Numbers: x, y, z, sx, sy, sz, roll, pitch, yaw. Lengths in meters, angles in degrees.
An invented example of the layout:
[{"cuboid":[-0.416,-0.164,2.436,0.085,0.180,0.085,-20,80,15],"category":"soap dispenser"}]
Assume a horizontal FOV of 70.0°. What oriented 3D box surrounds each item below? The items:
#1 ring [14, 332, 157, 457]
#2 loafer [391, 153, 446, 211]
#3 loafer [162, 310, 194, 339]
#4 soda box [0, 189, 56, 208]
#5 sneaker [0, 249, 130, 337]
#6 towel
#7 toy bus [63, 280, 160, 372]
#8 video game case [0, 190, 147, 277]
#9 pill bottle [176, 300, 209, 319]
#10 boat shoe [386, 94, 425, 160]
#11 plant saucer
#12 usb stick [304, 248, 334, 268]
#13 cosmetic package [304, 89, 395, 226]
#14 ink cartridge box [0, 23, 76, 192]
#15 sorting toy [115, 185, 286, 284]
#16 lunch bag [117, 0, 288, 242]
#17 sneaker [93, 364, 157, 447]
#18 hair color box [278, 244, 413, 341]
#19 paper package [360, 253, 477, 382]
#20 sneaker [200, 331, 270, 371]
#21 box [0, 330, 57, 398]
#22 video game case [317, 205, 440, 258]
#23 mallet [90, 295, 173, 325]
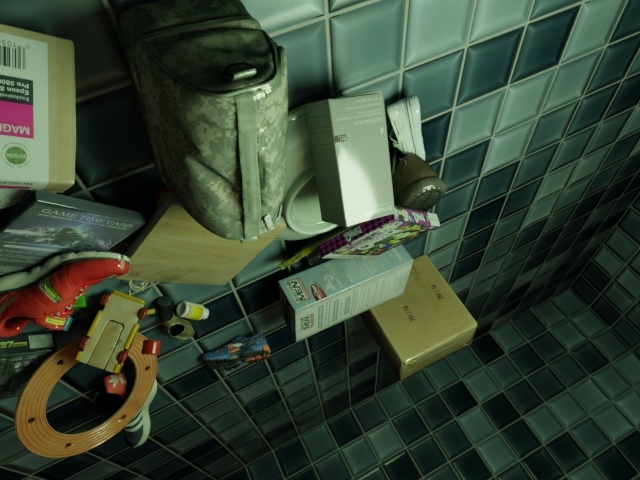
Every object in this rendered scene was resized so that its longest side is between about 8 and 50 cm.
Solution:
[{"cuboid":[-0.554,0.363,1.108,0.336,0.032,0.337,-32,133,-42],"category":"ring"},{"cuboid":[0.202,-0.102,1.188,0.133,0.130,0.366,-7,160,-22],"category":"loafer"},{"cuboid":[-0.383,0.237,1.224,0.056,0.050,0.148,-30,146,-2],"category":"loafer"},{"cuboid":[-0.545,-0.087,0.640,0.286,0.091,0.098,-19,147,-19],"category":"soda box"},{"cuboid":[-0.468,0.101,0.831,0.278,0.119,0.107,-21,163,5],"category":"sneaker"},{"cuboid":[0.000,0.000,1.192,0.237,0.021,0.102,-31,-175,15],"category":"towel"},{"cuboid":[-0.461,0.197,1.032,0.202,0.191,0.104,-22,173,-23],"category":"toy bus"},{"cuboid":[-0.468,0.006,0.792,0.274,0.026,0.196,-29,159,24],"category":"video game case"},{"cuboid":[-0.335,0.187,1.205,0.043,0.043,0.083,-42,145,14],"category":"pill bottle"},{"cuboid":[0.199,-0.252,1.071,0.075,0.083,0.226,-8,149,13],"category":"boat shoe"},{"cuboid":[-0.002,-0.120,1.038,0.400,0.101,0.401,-22,146,-16],"category":"plant saucer"},{"cuboid":[0.031,0.088,1.380,0.077,0.045,0.278,-41,146,0],"category":"usb stick"},{"cuboid":[0.059,-0.156,0.889,0.127,0.107,0.238,-19,105,-26],"category":"cosmetic package"},{"cuboid":[-0.430,-0.163,0.549,0.234,0.194,0.088,-2,180,-39],"category":"ink cartridge box"},{"cuboid":[-0.251,-0.013,0.942,0.257,0.090,0.255,10,141,-44],"category":"sorting toy"},{"cuboid":[-0.153,-0.173,0.702,0.212,0.256,0.305,-18,144,-20],"category":"lunch bag"},{"cuboid":[-0.578,0.489,1.326,0.148,0.131,0.350,-7,129,-36],"category":"sneaker"},{"cuboid":[0.072,0.138,1.332,0.374,0.114,0.185,-21,145,-18],"category":"hair color box"},{"cuboid":[0.324,0.261,1.585,0.309,0.325,0.168,-23,145,-13],"category":"paper package"},{"cuboid":[-0.267,0.348,1.439,0.221,0.087,0.083,-11,135,-1],"category":"sneaker"},{"cuboid":[-0.724,0.282,0.996,0.232,0.059,0.183,3,133,-43],"category":"box"},{"cuboid":[0.144,-0.013,1.124,0.232,0.042,0.210,-29,159,36],"category":"video game case"},{"cuboid":[-0.452,0.173,1.105,0.189,0.039,0.062,-2,128,-29],"category":"mallet"}]
